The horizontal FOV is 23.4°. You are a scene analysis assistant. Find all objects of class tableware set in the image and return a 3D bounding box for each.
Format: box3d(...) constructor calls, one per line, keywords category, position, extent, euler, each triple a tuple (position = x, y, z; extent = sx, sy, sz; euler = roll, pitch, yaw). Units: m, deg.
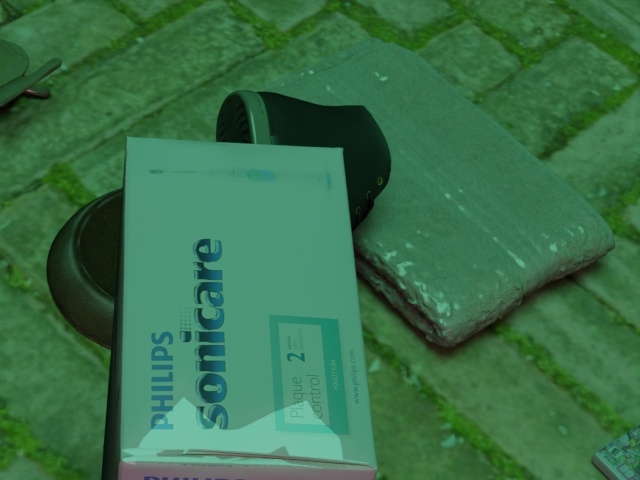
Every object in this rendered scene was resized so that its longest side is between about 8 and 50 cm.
box3d(category="tableware set", position=(-0.304, -0.102, 1.210), extent=(0.128, 0.039, 0.194), euler=(20, 40, 25))

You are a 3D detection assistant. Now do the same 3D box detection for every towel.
box3d(category="towel", position=(0.071, -0.045, 1.218), extent=(0.187, 0.049, 0.282), euler=(-28, 59, -29))

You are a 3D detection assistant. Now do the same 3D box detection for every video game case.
box3d(category="video game case", position=(0.263, 0.155, 1.090), extent=(0.122, 0.011, 0.087), euler=(-25, 56, -30))

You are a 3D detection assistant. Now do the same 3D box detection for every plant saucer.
box3d(category="plant saucer", position=(-0.117, 0.014, 1.142), extent=(0.168, 0.029, 0.168), euler=(5, 48, -6))

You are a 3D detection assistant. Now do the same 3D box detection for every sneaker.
box3d(category="sneaker", position=(0.000, 0.000, 1.103), extent=(0.118, 0.083, 0.222), euler=(-1, 79, -27))

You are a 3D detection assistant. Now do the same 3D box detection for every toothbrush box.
box3d(category="toothbrush box", position=(-0.059, 0.119, 0.871), extent=(0.126, 0.296, 0.216), euler=(2, 46, -8))
